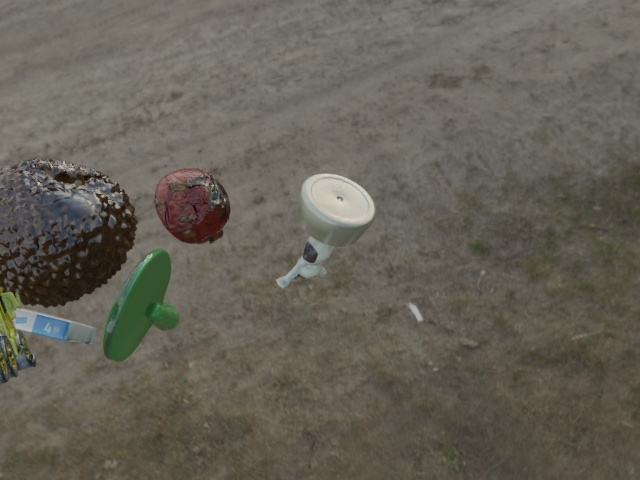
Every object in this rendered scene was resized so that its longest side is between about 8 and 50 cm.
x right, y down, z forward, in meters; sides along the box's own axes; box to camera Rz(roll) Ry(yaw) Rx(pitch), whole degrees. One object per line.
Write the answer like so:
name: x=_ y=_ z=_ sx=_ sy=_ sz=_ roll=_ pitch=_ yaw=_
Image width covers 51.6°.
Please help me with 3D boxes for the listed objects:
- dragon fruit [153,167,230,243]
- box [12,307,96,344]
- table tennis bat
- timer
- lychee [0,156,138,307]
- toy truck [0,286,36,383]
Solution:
dragon fruit: x=-0.310 y=-0.107 z=1.762 sx=0.148 sy=0.224 sz=0.219 roll=-24 pitch=30 yaw=38
box: x=-0.646 y=0.170 z=1.429 sx=0.273 sy=0.265 sz=0.048 roll=15 pitch=77 yaw=-4
table tennis bat: x=-0.243 y=0.096 z=0.932 sx=0.039 sy=0.257 sz=0.161 roll=22 pitch=78 yaw=6
timer: x=0.000 y=0.000 z=1.523 sx=0.175 sy=0.266 sz=0.175 roll=14 pitch=41 yaw=-13
lychee: x=-0.459 y=-0.006 z=1.139 sx=0.267 sy=0.268 sz=0.268 roll=-6 pitch=51 yaw=8
toy truck: x=-0.412 y=0.093 z=0.733 sx=0.124 sy=0.272 sz=0.157 roll=-16 pitch=90 yaw=-17
